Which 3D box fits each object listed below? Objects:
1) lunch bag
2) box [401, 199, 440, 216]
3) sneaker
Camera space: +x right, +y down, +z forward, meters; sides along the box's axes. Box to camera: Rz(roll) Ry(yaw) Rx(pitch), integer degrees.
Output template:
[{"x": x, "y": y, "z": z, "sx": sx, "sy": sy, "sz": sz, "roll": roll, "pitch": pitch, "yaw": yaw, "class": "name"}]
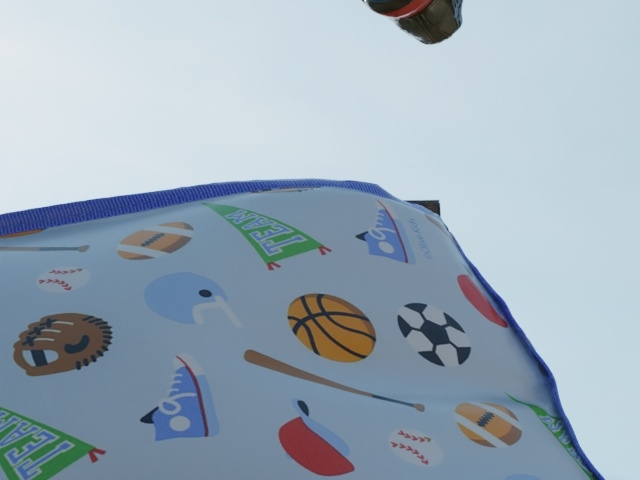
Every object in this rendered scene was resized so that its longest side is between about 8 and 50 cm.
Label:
[{"x": -0.052, "y": 0.133, "z": 0.936, "sx": 0.385, "sy": 0.328, "sz": 0.239, "roll": -13, "pitch": -51, "yaw": -12, "class": "lunch bag"}, {"x": 0.000, "y": 0.000, "z": 1.673, "sx": 0.183, "sy": 0.056, "sz": 0.231, "roll": 0, "pitch": -6, "yaw": -13, "class": "box"}, {"x": 0.087, "y": -0.303, "z": 1.684, "sx": 0.097, "sy": 0.276, "sz": 0.135, "roll": -26, "pitch": -42, "yaw": 22, "class": "sneaker"}]
